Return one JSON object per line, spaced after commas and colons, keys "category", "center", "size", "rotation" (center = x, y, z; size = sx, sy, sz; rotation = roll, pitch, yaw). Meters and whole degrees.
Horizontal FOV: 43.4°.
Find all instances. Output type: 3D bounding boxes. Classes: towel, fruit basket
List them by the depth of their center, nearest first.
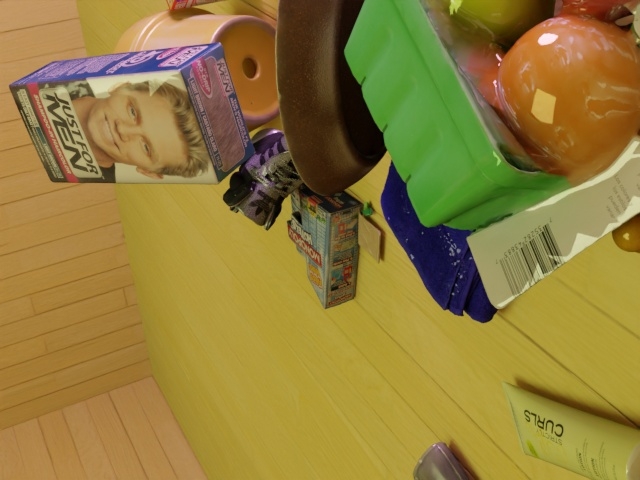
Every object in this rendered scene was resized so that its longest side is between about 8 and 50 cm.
{"category": "fruit basket", "center": [0.188, -0.173, 0.582], "size": [0.353, 0.166, 0.326], "rotation": [-42, 57, 35]}
{"category": "towel", "center": [0.148, -0.072, 0.866], "size": [0.227, 0.076, 0.308], "rotation": [57, 154, 30]}

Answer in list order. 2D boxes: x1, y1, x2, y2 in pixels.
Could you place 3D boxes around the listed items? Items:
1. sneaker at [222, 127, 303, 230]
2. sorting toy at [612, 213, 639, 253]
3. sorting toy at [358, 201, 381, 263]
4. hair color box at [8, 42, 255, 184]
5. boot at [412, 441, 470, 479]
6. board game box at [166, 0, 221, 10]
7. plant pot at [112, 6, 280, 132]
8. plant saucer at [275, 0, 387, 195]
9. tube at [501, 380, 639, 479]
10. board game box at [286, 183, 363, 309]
{"category": "sneaker", "center": [-0.054, -0.094, 1.184], "size": [0.101, 0.153, 0.269], "rotation": [34, 164, -23]}
{"category": "sorting toy", "center": [0.304, 0.095, 0.564], "size": [0.365, 0.126, 0.127], "rotation": [70, 158, 8]}
{"category": "sorting toy", "center": [0.073, -0.015, 1.168], "size": [0.062, 0.012, 0.083], "rotation": [50, 150, 44]}
{"category": "hair color box", "center": [-0.284, -0.181, 1.195], "size": [0.347, 0.105, 0.173], "rotation": [2, 123, 32]}
{"category": "boot", "center": [0.197, 0.415, 1.123], "size": [0.208, 0.076, 0.189], "rotation": [42, 130, 39]}
{"category": "board game box", "center": [-0.199, -0.474, 1.279], "size": [0.045, 0.147, 0.193], "rotation": [-31, 77, 67]}
{"category": "plant pot", "center": [-0.175, -0.258, 1.295], "size": [0.239, 0.254, 0.253], "rotation": [1, 109, 50]}
{"category": "plant saucer", "center": [0.039, -0.199, 0.832], "size": [0.050, 0.310, 0.310], "rotation": [7, 121, 22]}
{"category": "tube", "center": [0.264, 0.210, 0.839], "size": [0.070, 0.062, 0.240], "rotation": [-67, 17, -7]}
{"category": "board game box", "center": [0.000, 0.000, 1.289], "size": [0.194, 0.060, 0.194], "rotation": [40, 141, 53]}
